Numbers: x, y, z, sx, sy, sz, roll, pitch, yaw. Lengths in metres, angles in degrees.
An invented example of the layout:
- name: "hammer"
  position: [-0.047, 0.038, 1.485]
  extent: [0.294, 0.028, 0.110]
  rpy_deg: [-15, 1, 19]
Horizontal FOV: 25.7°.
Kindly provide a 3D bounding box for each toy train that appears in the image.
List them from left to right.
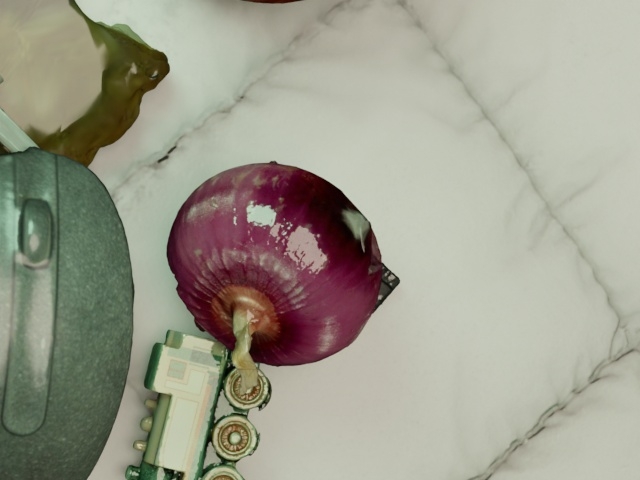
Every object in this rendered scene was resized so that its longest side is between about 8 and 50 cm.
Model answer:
- name: "toy train"
  position: [-0.124, 0.188, 1.407]
  extent: [0.125, 0.081, 0.194]
  rpy_deg: [15, 85, -10]

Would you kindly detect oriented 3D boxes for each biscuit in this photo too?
- name: "biscuit"
  position: [-0.309, -0.193, 1.342]
  extent: [0.335, 0.078, 0.329]
  rpy_deg: [-3, 95, -18]

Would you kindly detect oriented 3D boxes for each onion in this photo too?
- name: "onion"
  position: [-0.035, 0.017, 1.366]
  extent: [0.201, 0.200, 0.207]
  rpy_deg: [-30, 80, -19]

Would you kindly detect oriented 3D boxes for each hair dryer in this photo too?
- name: "hair dryer"
  position: [-0.305, -0.105, 1.297]
  extent: [0.082, 0.047, 0.137]
  rpy_deg: [-47, 116, -8]

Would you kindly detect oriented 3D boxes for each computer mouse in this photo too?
- name: "computer mouse"
  position: [-0.275, 0.105, 1.289]
  extent: [0.203, 0.114, 0.373]
  rpy_deg: [2, 102, -20]

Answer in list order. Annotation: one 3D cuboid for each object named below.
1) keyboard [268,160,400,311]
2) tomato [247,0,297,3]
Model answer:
- name: "keyboard"
  position: [0.000, 0.000, 1.486]
  extent: [0.195, 0.018, 0.060]
  rpy_deg: [44, 82, -14]
- name: "tomato"
  position: [-0.036, -0.389, 1.341]
  extent: [0.290, 0.293, 0.325]
  rpy_deg: [47, 65, -2]
